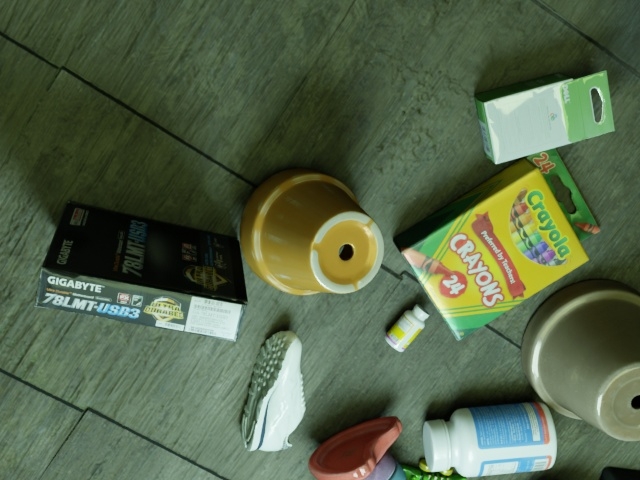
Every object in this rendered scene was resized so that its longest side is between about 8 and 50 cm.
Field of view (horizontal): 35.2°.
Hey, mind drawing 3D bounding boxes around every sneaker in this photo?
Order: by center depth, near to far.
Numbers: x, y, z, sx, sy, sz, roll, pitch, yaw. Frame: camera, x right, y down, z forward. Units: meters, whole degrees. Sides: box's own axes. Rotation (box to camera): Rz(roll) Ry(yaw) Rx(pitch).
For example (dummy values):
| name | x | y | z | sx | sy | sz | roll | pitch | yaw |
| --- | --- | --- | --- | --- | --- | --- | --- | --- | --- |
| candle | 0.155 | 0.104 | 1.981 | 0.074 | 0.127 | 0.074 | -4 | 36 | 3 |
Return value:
| name | x | y | z | sx | sy | sz | roll | pitch | yaw |
| --- | --- | --- | --- | --- | --- | --- | --- | --- | --- |
| sneaker | -0.068 | 0.264 | 1.773 | 0.094 | 0.090 | 0.235 | 9 | 112 | -24 |

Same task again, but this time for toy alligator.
| name | x | y | z | sx | sy | sz | roll | pitch | yaw |
| --- | --- | --- | --- | --- | --- | --- | --- | --- | --- |
| toy alligator | 0.186 | 0.442 | 1.875 | 0.189 | 0.051 | 0.056 | 13 | 107 | -12 |

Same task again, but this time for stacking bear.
| name | x | y | z | sx | sy | sz | roll | pitch | yaw |
| --- | --- | --- | --- | --- | --- | --- | --- | --- | --- |
| stacking bear | 0.109 | 0.488 | 1.807 | 0.164 | 0.175 | 0.289 | -17 | 106 | 38 |

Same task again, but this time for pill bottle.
| name | x | y | z | sx | sy | sz | roll | pitch | yaw |
| --- | --- | --- | --- | --- | --- | --- | --- | --- | --- |
| pill bottle | 0.154 | 0.152 | 1.773 | 0.043 | 0.043 | 0.083 | 37 | 101 | -17 |
| pill bottle | 0.303 | 0.361 | 1.824 | 0.221 | 0.124 | 0.124 | -3 | 110 | -6 |

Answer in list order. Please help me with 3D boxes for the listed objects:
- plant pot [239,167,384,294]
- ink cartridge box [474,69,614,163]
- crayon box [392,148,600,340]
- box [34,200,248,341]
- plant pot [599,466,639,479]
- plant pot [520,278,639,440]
| name | x | y | z | sx | sy | sz | roll | pitch | yaw |
| --- | --- | --- | --- | --- | --- | --- | --- | --- | --- |
| plant pot | 0.000 | 0.000 | 1.592 | 0.205 | 0.188 | 0.205 | -6 | 105 | -25 |
| ink cartridge box | 0.368 | -0.209 | 1.662 | 0.209 | 0.062 | 0.109 | -15 | 111 | -2 |
| crayon box | 0.312 | 0.001 | 1.721 | 0.318 | 0.081 | 0.202 | -33 | 110 | 4 |
| box | -0.266 | 0.042 | 1.546 | 0.293 | 0.295 | 0.073 | 13 | 107 | -11 |
| plant pot | 0.630 | 0.564 | 1.916 | 0.188 | 0.167 | 0.188 | 8 | 109 | -11 |
| plant pot | 0.504 | 0.229 | 1.748 | 0.263 | 0.229 | 0.263 | -2 | 110 | -6 |
